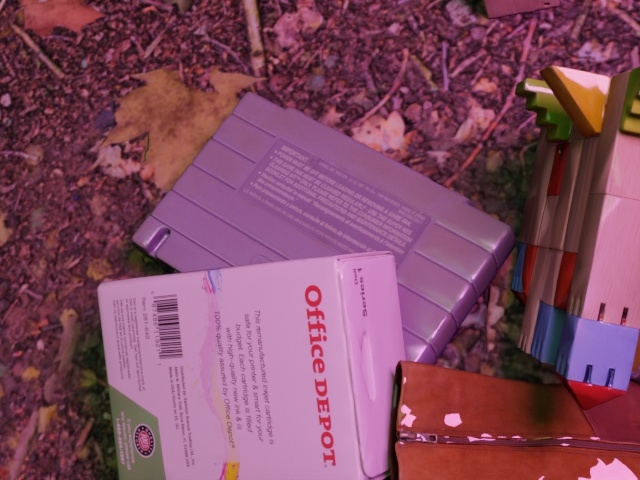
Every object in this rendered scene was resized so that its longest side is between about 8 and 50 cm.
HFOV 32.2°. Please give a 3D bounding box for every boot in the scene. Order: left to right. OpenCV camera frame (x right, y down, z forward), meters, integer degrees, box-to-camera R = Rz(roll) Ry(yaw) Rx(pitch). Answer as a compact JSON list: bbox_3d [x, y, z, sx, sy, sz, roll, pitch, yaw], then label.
[{"bbox_3d":[0.199,0.231,0.937,0.280,0.096,0.264,5,67,-15],"label":"boot"}]

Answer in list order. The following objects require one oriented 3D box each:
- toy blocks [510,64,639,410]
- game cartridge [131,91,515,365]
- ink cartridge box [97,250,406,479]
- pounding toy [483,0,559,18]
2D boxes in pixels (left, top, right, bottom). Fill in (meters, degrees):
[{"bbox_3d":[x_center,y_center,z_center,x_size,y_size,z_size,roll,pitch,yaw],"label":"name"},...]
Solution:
[{"bbox_3d":[0.249,0.002,0.974,0.190,0.381,0.261,11,92,-1],"label":"toy blocks"},{"bbox_3d":[0.000,0.000,1.169,0.355,0.068,0.230,31,72,26],"label":"game cartridge"},{"bbox_3d":[-0.062,0.123,1.049,0.278,0.117,0.201,-7,89,31],"label":"ink cartridge box"},{"bbox_3d":[0.202,-0.375,1.183,0.094,0.206,0.181,-8,67,14],"label":"pounding toy"}]
